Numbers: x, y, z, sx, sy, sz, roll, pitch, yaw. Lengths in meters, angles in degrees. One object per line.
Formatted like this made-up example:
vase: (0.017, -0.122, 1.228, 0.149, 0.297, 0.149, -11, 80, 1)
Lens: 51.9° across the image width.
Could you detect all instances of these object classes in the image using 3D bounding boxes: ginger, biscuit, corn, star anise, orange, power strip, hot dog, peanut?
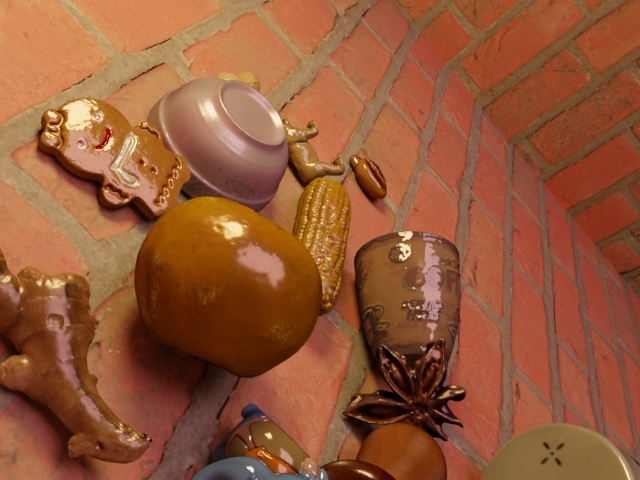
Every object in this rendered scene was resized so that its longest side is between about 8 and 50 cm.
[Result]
ginger: (-0.322, 0.129, 0.796, 0.148, 0.081, 0.334, -20, 75, -54)
biscuit: (-0.327, -0.140, 1.066, 0.249, 0.035, 0.184, 36, 49, -22)
corn: (0.000, 0.000, 1.328, 0.120, 0.120, 0.363, 37, 35, -26)
star anise: (0.151, 0.288, 1.192, 0.099, 0.220, 0.214, 41, 28, -75)
orange: (-0.133, 0.070, 0.952, 0.279, 0.235, 0.279, 28, -4, 2)
power strip: (0.468, 0.522, 1.248, 0.161, 0.357, 0.358, 37, 34, -27)
hot dog: (0.126, -0.168, 1.731, 0.140, 0.060, 0.090, 59, 26, -5)
peanut: (-0.185, -0.333, 1.449, 0.082, 0.082, 0.187, 55, 30, 2)

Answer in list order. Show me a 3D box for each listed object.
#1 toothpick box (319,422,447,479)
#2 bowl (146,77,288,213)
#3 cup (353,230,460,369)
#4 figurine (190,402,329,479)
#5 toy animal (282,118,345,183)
toothpick box: (0.088, 0.395, 1.001, 0.192, 0.192, 0.294, 59, 26, 9)
bowl: (-0.172, -0.201, 1.259, 0.287, 0.144, 0.287, 31, 36, -27)
cup: (0.199, 0.163, 1.382, 0.301, 0.227, 0.257, 41, 42, -46)
figurine: (-0.076, 0.345, 0.856, 0.180, 0.154, 0.262, -18, 42, -28)
toy animal: (-0.053, -0.212, 1.513, 0.101, 0.103, 0.219, -39, 97, -35)
